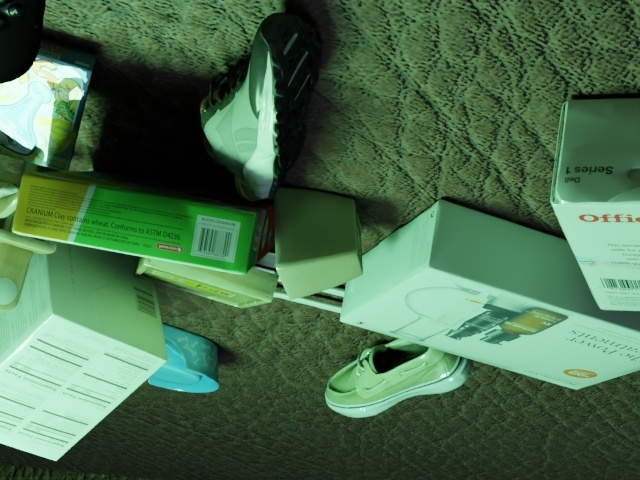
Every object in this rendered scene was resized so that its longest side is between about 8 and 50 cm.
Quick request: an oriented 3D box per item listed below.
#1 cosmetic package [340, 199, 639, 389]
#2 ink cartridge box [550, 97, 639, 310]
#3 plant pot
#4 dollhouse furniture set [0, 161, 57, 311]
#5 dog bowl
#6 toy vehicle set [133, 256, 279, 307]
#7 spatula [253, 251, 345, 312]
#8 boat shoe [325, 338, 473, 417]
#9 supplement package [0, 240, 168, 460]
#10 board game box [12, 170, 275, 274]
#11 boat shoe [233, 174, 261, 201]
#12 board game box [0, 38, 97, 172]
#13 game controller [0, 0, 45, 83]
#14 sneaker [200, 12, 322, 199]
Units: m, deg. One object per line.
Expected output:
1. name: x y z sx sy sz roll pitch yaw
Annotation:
1. cosmetic package: 0.252 0.083 1.544 0.377 0.098 0.284 17 160 -15
2. ink cartridge box: 0.356 -0.028 1.183 0.201 0.117 0.278 1 157 23
3. plant pot: 0.000 0.000 1.453 0.096 0.109 0.109 -6 156 6
4. dollhouse furniture set: -0.400 -0.007 1.300 0.303 0.174 0.355 18 170 -28
5. dog bowl: -0.311 0.190 2.101 0.297 0.074 0.166 22 156 -25
6. toy vehicle set: -0.159 0.047 1.594 0.165 0.035 0.267 17 172 -10
7. spatula: -0.023 0.061 1.725 0.242 0.019 0.168 13 153 -9
8. boat shoe: 0.108 0.205 1.932 0.302 0.109 0.094 -23 126 41
9. supplement package: -0.384 0.140 1.700 0.198 0.199 0.262 28 121 -38
10. board game box: -0.181 -0.026 1.342 0.242 0.064 0.316 10 -176 1
11. boat shoe: -0.071 -0.081 1.345 0.045 0.050 0.135 11 159 14
12. board game box: -0.342 -0.156 1.225 0.201 0.035 0.136 15 128 -10
13. game controller: -0.398 -0.208 1.019 0.319 0.067 0.167 1 128 -20
14. sneaker: -0.068 -0.131 1.161 0.108 0.100 0.271 27 155 3
